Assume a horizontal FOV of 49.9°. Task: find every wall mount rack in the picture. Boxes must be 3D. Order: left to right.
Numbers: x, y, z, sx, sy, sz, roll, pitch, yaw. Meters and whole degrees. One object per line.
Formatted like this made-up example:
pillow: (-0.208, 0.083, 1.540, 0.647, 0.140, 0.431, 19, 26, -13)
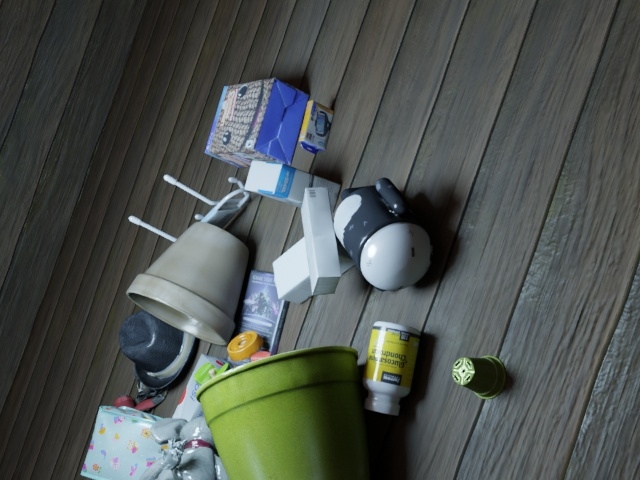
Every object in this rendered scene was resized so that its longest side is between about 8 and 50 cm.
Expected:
wall mount rack: (-0.389, -0.090, 2.108, 0.350, 0.304, 0.130, -43, 71, 31)

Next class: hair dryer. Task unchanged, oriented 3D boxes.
hair dryer: (-0.615, 0.557, 2.278, 0.224, 0.080, 0.293, 12, 84, 52)

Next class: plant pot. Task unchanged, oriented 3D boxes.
plant pot: (-0.350, 0.112, 2.006, 0.323, 0.323, 0.280, 1, 58, 51)
plant pot: (-0.046, 0.451, 1.447, 0.366, 0.366, 0.353, -35, 62, 37)
plant pot: (0.293, 0.252, 1.298, 0.083, 0.079, 0.083, -23, 58, 43)

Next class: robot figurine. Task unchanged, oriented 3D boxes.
robot figurine: (0.137, -0.014, 1.537, 0.173, 0.209, 0.278, -37, 43, 5)

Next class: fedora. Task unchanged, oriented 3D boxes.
fedora: (-0.542, 0.312, 2.208, 0.334, 0.152, 0.334, -26, 49, 33)

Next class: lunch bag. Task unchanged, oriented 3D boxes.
lunch bag: (-0.565, 0.641, 2.112, 0.262, 0.160, 0.223, 8, 79, 18)

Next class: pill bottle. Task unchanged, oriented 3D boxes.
pill bottle: (0.146, 0.269, 1.451, 0.103, 0.103, 0.184, 0, 74, 51)

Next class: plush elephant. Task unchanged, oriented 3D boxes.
plush elephant: (-0.323, 0.580, 1.797, 0.272, 0.255, 0.330, 5, 116, 14)

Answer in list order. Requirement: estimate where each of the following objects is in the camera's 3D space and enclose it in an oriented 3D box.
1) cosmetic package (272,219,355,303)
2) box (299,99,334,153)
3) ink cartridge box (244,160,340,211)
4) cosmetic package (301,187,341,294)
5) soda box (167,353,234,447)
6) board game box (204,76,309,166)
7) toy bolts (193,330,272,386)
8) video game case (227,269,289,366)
cosmetic package: (-0.017, 0.057, 1.764, 0.231, 0.085, 0.117, -39, 48, 37)
box: (-0.012, -0.313, 1.922, 0.028, 0.081, 0.136, -2, 73, 50)
ink cartridge box: (-0.073, -0.141, 1.821, 0.148, 0.203, 0.086, 12, 86, 53)
cosmetic package: (0.000, 0.000, 1.622, 0.099, 0.060, 0.239, 109, 156, -59)
soda box: (-0.343, 0.476, 1.970, 0.098, 0.091, 0.286, 34, 101, 52)
board game box: (-0.199, -0.356, 2.121, 0.291, 0.141, 0.232, 6, 79, 52)
toy bolts: (-0.172, 0.362, 1.784, 0.228, 0.158, 0.218, -4, 31, 43)
video game case: (-0.168, 0.224, 1.922, 0.196, 0.026, 0.274, 5, 78, 52)
